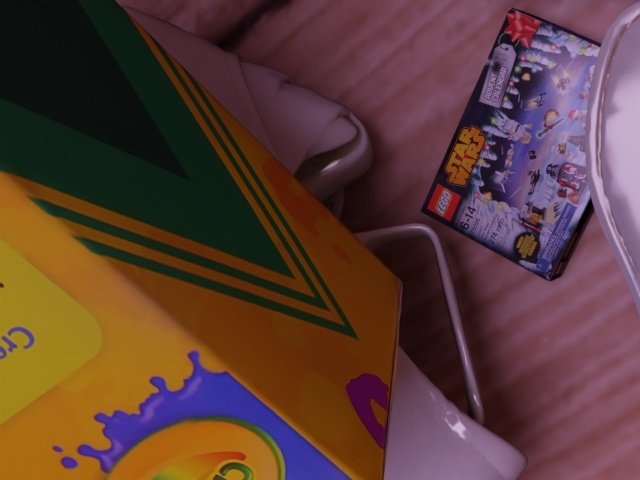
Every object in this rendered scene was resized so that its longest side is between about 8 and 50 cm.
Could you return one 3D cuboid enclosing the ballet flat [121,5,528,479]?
[{"bbox_3d":[0.000,0.000,0.640,0.139,0.139,0.400,-37,71,27],"label":"ballet flat"}]

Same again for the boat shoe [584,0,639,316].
[{"bbox_3d":[0.208,-0.003,0.545,0.095,0.079,0.254,-18,89,27],"label":"boat shoe"}]

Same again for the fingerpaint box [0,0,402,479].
[{"bbox_3d":[-0.247,0.052,0.504,0.445,0.163,0.371,-35,113,28],"label":"fingerpaint box"}]

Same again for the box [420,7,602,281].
[{"bbox_3d":[0.128,-0.057,0.612,0.094,0.027,0.137,30,109,24],"label":"box"}]
